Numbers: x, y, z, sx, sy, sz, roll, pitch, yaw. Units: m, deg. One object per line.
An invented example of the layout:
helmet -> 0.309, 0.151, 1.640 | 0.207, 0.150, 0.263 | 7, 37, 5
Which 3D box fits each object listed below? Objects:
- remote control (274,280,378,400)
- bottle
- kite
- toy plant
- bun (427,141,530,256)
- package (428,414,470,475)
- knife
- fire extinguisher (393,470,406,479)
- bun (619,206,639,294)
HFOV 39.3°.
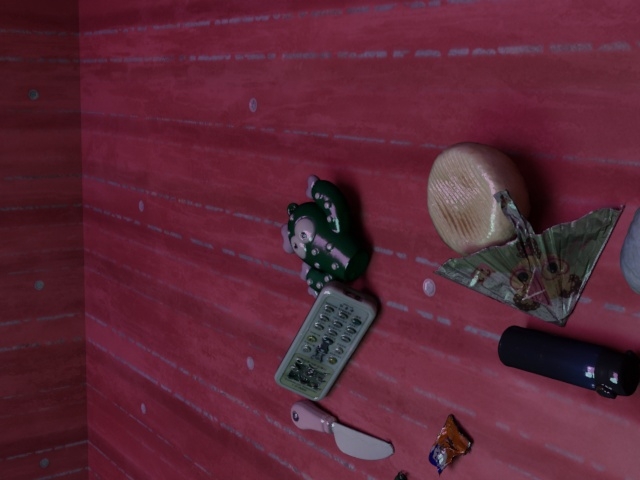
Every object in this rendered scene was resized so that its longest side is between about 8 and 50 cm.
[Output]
remote control -> 0.009, 0.222, 1.966 | 0.066, 0.128, 0.335 | -74, 9, -51
bottle -> 0.396, 0.195, 1.442 | 0.244, 0.072, 0.082 | 8, 58, 53
kite -> 0.341, 0.034, 1.443 | 0.322, 0.013, 0.268 | -19, 111, 21
toy plant -> 0.001, -0.005, 1.941 | 0.232, 0.112, 0.243 | -45, 66, 43
bun -> 0.280, -0.072, 1.536 | 0.222, 0.127, 0.223 | 31, 125, 59
package -> 0.245, 0.399, 1.723 | 0.111, 0.033, 0.077 | -61, 23, 21
knife -> 0.043, 0.437, 2.007 | 0.336, 0.043, 0.081 | 15, 113, 51
fire extinguisher -> 0.159, 0.508, 1.863 | 0.038, 0.025, 0.083 | -104, 28, -53
bun -> 0.508, -0.066, 1.047 | 0.211, 0.362, 0.362 | 36, 127, 17
